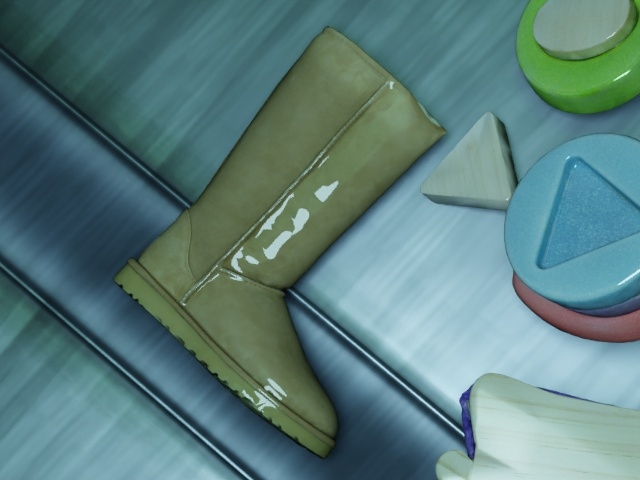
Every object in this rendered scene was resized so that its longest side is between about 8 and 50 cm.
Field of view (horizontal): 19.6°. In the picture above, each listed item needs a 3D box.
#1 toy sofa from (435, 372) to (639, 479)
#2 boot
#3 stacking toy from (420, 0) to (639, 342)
[{"bbox_3d":[0.263,0.215,1.359,0.362,0.150,0.177,7,78,7],"label":"toy sofa"},{"bbox_3d":[0.000,0.000,1.453,0.236,0.089,0.269,42,87,10],"label":"boot"},{"bbox_3d":[0.204,-0.102,1.364,0.279,0.130,0.309,32,87,40],"label":"stacking toy"}]
